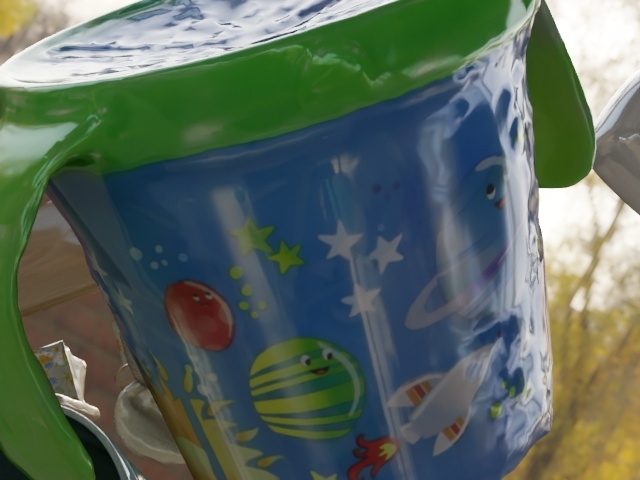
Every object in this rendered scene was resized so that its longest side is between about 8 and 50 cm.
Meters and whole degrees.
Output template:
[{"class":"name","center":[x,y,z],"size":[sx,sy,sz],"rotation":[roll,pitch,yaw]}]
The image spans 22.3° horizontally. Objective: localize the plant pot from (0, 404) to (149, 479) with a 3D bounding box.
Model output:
[{"class":"plant pot","center":[-0.180,0.277,1.047],"size":[0.293,0.293,0.196],"rotation":[25,-15,47]}]

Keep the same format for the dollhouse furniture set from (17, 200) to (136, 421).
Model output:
[{"class":"dollhouse furniture set","center":[-0.223,-0.026,1.780],"size":[0.256,0.394,0.362],"rotation":[48,24,-72]}]

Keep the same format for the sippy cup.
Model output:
[{"class":"sippy cup","center":[0.000,0.000,0.713],"size":[0.240,0.305,0.224],"rotation":[-123,-163,-73]}]

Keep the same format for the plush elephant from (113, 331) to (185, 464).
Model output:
[{"class":"plush elephant","center":[-0.080,0.056,1.461],"size":[0.255,0.271,0.330],"rotation":[-11,-28,3]}]

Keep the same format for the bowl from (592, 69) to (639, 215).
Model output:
[{"class":"bowl","center":[0.321,-0.085,1.455],"size":[0.142,0.142,0.053],"rotation":[41,-29,-4]}]
